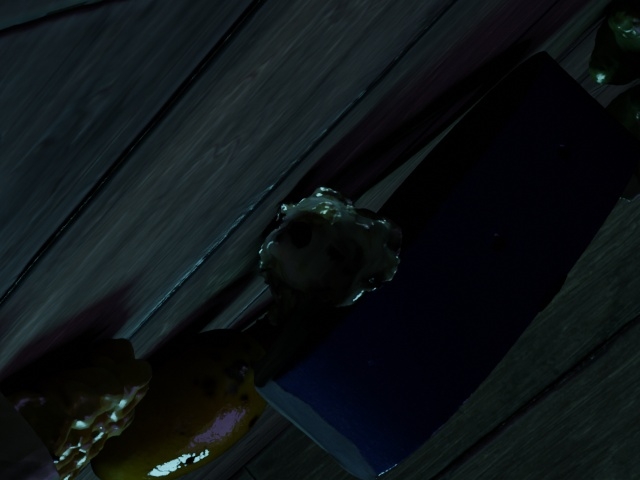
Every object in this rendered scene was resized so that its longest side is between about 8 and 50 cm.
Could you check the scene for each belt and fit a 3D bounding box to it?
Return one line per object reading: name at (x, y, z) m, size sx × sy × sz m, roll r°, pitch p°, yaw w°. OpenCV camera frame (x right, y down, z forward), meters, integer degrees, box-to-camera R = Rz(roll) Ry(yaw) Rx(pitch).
belt at (0.096, 0.013, 1.269) m, size 0.347 × 0.117 × 0.212 m, roll -51°, pitch -171°, yaw -22°

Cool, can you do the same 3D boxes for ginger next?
ginger at (0.310, -0.212, 1.376) m, size 0.137 × 0.089 × 0.290 m, roll -4°, pitch 159°, yaw -32°

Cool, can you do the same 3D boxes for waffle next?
waffle at (-0.206, 0.148, 1.011) m, size 0.253 × 0.056 × 0.249 m, roll -40°, pitch 174°, yaw 14°

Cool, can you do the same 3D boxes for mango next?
mango at (-0.114, 0.137, 1.322) m, size 0.178 × 0.090 × 0.115 m, roll -34°, pitch -177°, yaw 18°

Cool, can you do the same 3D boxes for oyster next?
oyster at (-0.001, 0.002, 1.159) m, size 0.061 × 0.106 × 0.200 m, roll -48°, pitch -161°, yaw -25°

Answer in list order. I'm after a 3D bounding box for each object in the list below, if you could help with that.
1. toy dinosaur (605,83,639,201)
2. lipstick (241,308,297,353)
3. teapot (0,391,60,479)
toy dinosaur at (0.300, -0.106, 1.474) m, size 0.447 × 0.087 × 0.301 m, roll -22°, pitch -177°, yaw 5°
lipstick at (0.041, 0.044, 1.595) m, size 0.418 × 0.077 × 0.077 m, roll -35°, pitch 172°, yaw -30°
teapot at (-0.226, 0.152, 0.832) m, size 0.200 × 0.077 × 0.107 m, roll -36°, pitch 167°, yaw -29°
